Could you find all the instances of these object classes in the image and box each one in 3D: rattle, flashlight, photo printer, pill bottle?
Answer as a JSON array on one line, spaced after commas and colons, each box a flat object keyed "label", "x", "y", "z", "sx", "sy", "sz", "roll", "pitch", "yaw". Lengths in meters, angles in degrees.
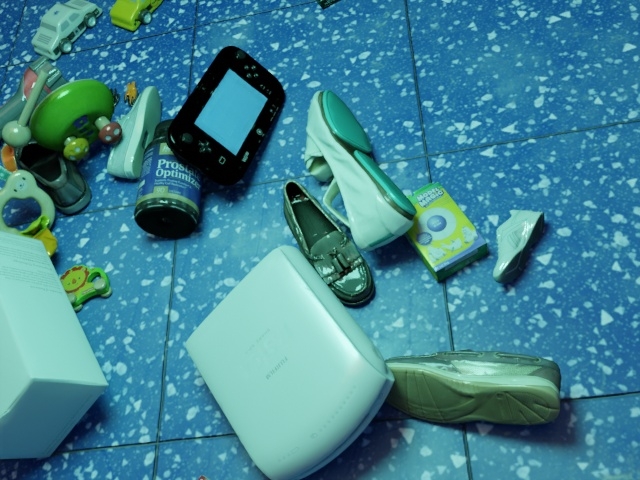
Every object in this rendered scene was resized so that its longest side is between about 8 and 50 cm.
[{"label": "rattle", "x": -0.585, "y": -0.075, "z": 1.403, "sx": 0.130, "sy": 0.200, "sz": 0.143, "roll": -5, "pitch": 22, "yaw": -13}, {"label": "flashlight", "x": -0.715, "y": -0.294, "z": 1.654, "sx": 0.304, "sy": 0.103, "sz": 0.103, "roll": -42, "pitch": 87, "yaw": -7}, {"label": "photo printer", "x": -0.048, "y": 0.196, "z": 1.124, "sx": 0.256, "sy": 0.107, "sz": 0.307, "roll": -45, "pitch": 57, "yaw": 10}, {"label": "pill bottle", "x": -0.290, "y": -0.125, "z": 1.413, "sx": 0.122, "sy": 0.123, "sz": 0.219, "roll": -7, "pitch": 58, "yaw": 11}]

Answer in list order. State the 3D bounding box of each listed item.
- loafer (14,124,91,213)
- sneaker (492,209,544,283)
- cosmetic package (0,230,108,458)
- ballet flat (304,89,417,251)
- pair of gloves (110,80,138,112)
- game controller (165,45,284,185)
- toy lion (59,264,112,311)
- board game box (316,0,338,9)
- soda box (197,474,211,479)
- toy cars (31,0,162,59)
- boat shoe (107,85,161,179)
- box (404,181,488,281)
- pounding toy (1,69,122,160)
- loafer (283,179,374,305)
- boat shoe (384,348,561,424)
[{"label": "loafer", "x": -0.590, "y": -0.177, "z": 1.543, "sx": 0.109, "sy": 0.095, "sz": 0.302, "roll": -40, "pitch": 58, "yaw": -11}, {"label": "sneaker", "x": 0.319, "y": 0.009, "z": 1.210, "sx": 0.061, "sy": 0.054, "sz": 0.152, "roll": 17, "pitch": 59, "yaw": 34}, {"label": "cosmetic package", "x": -0.536, "y": 0.170, "z": 1.244, "sx": 0.197, "sy": 0.155, "sz": 0.366, "roll": -47, "pitch": 57, "yaw": 16}, {"label": "ballet flat", "x": 0.039, "y": -0.132, "z": 1.323, "sx": 0.139, "sy": 0.139, "sz": 0.400, "roll": -25, "pitch": 47, "yaw": -1}, {"label": "pair of gloves", "x": -0.454, "y": -0.325, "z": 1.649, "sx": 0.083, "sy": 0.010, "sz": 0.074, "roll": -15, "pitch": 58, "yaw": 9}, {"label": "game controller", "x": -0.180, "y": -0.250, "z": 1.429, "sx": 0.166, "sy": 0.067, "sz": 0.319, "roll": 31, "pitch": 53, "yaw": -12}, {"label": "toy lion", "x": -0.457, "y": 0.082, "z": 1.389, "sx": 0.100, "sy": 0.034, "sz": 0.096, "roll": -25, "pitch": 48, "yaw": -1}, {"label": "board game box", "x": 0.056, "y": -0.623, "z": 1.683, "sx": 0.186, "sy": 0.026, "sz": 0.126, "roll": -29, "pitch": 56, "yaw": -3}, {"label": "soda box", "x": -0.206, "y": 0.478, "z": 1.034, "sx": 0.083, "sy": 0.092, "sz": 0.263, "roll": 27, "pitch": 69, "yaw": 27}, {"label": "toy cars", "x": -0.542, "y": -0.577, "z": 1.783, "sx": 0.393, "sy": 0.087, "sz": 0.177, "roll": -19, "pitch": 56, "yaw": 3}, {"label": "boat shoe", "x": -0.401, "y": -0.234, "z": 1.537, "sx": 0.081, "sy": 0.079, "sz": 0.228, "roll": 3, "pitch": 63, "yaw": 12}, {"label": "box", "x": 0.200, "y": -0.026, "z": 1.265, "sx": 0.105, "sy": 0.043, "sz": 0.179, "roll": -30, "pitch": 54, "yaw": -4}, {"label": "pounding toy", "x": -0.489, "y": -0.223, "z": 1.443, "sx": 0.183, "sy": 0.237, "sz": 0.110, "roll": -46, "pitch": 75, "yaw": 18}, {"label": "loafer", "x": 0.000, "y": 0.000, "z": 1.278, "sx": 0.096, "sy": 0.084, "sz": 0.268, "roll": -32, "pitch": 56, "yaw": -5}, {"label": "boat shoe", "x": 0.218, "y": 0.211, "z": 1.086, "sx": 0.285, "sy": 0.103, "sz": 0.092, "roll": -2, "pitch": 30, "yaw": 30}]
